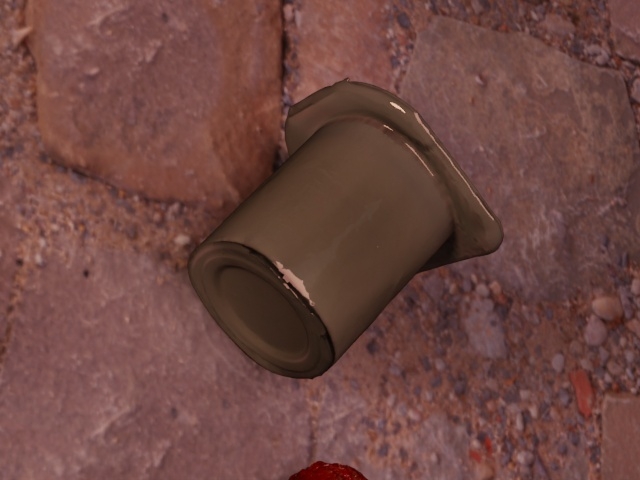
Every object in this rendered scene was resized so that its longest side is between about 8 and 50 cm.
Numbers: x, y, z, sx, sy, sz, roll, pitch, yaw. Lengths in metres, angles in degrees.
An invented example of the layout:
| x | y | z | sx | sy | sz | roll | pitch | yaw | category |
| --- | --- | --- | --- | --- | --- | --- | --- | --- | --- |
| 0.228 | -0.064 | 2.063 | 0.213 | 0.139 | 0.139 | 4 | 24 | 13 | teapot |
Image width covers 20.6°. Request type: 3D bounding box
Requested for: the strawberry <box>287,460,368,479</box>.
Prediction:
| x | y | z | sx | sy | sz | roll | pitch | yaw | category |
| --- | --- | --- | --- | --- | --- | --- | --- | --- | --- |
| 0.012 | 0.222 | 1.421 | 0.106 | 0.106 | 0.106 | 14 | 67 | -35 | strawberry |

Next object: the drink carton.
| x | y | z | sx | sy | sz | roll | pitch | yaw | category |
| --- | --- | --- | --- | --- | --- | --- | --- | --- | --- |
| 0.000 | 0.000 | 1.451 | 0.189 | 0.185 | 0.191 | -44 | 106 | -28 | drink carton |
